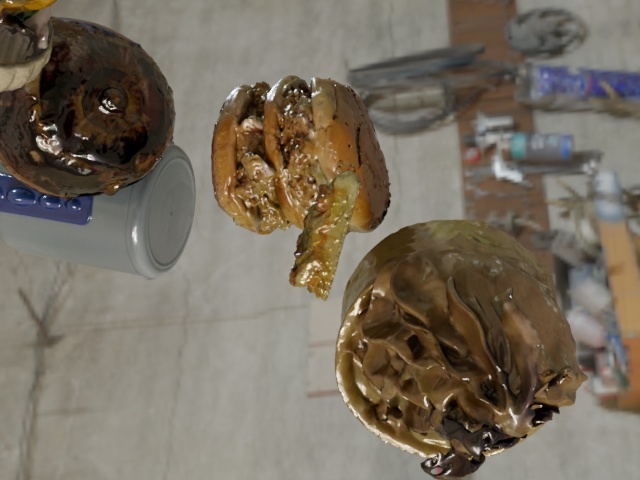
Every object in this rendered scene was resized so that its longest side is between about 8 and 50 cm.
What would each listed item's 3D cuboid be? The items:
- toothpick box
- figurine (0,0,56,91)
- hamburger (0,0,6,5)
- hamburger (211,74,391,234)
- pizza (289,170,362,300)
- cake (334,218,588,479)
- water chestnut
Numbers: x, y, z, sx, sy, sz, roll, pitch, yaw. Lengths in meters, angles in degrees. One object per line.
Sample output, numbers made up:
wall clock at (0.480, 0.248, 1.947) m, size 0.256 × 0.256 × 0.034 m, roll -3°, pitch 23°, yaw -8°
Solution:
toothpick box at (-0.426, -0.075, 1.910) m, size 0.263 × 0.355 × 0.262 m, roll 9°, pitch -90°, yaw -74°
figurine at (-0.421, -0.306, 1.388) m, size 0.204 × 0.185 × 0.332 m, roll -59°, pitch 11°, yaw -11°
hamburger at (-0.423, -0.278, 1.069) m, size 0.209 × 0.162 × 0.329 m, roll -38°, pitch -66°, yaw -38°
hamburger at (-0.021, -0.111, 1.537) m, size 0.245 × 0.211 × 0.260 m, roll -75°, pitch -30°, yaw -50°
pizza at (0.000, -0.001, 1.160) m, size 0.134 × 0.046 × 0.175 m, roll -77°, pitch 6°, yaw -47°
cake at (0.174, 0.166, 1.421) m, size 0.321 × 0.333 × 0.332 m, roll -80°, pitch -17°, yaw -67°
water chestnut at (-0.384, -0.201, 1.706) m, size 0.300 × 0.300 × 0.299 m, roll -5°, pitch -90°, yaw -81°
